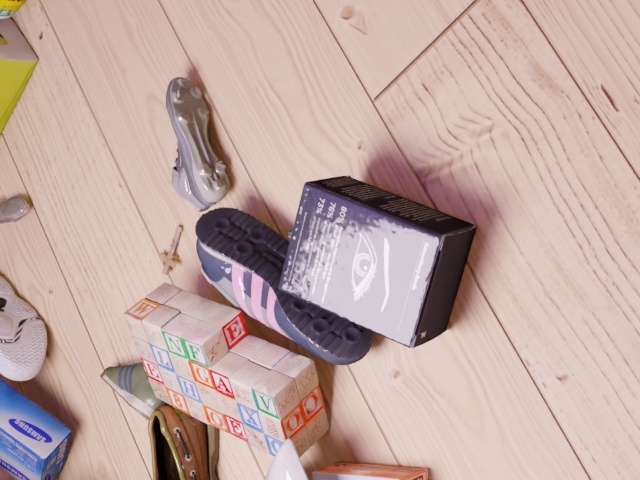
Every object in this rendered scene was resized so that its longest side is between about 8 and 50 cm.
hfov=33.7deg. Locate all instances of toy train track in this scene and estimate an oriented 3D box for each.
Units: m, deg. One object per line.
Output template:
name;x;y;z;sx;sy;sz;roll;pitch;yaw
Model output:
toy train track;-0.235;0.016;1.698;0.048;0.014;0.083;32;108;43

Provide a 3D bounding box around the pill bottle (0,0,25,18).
pill bottle;-0.533;-0.489;1.847;0.208;0.117;0.117;-33;73;38

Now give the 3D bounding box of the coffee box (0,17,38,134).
coffee box;-0.787;-0.320;1.938;0.334;0.338;0.338;54;125;24

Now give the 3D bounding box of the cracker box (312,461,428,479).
cracker box;0.077;0.420;1.420;0.156;0.067;0.232;-6;91;43

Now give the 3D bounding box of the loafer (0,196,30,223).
loafer;-0.579;-0.053;1.985;0.125;0.039;0.045;-5;58;39

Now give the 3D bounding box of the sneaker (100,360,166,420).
sneaker;-0.292;0.230;1.740;0.086;0.064;0.192;-51;31;-10

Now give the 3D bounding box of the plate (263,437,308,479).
plate;-0.035;0.444;1.446;0.277;0.045;0.278;65;156;23

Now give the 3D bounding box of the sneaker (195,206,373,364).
sneaker;-0.051;0.083;1.502;0.319;0.112;0.131;41;148;26

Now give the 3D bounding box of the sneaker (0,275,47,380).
sneaker;-0.641;0.191;1.997;0.366;0.137;0.210;42;121;36

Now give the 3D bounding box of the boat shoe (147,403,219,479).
boat shoe;-0.220;0.402;1.656;0.111;0.104;0.307;-8;89;42

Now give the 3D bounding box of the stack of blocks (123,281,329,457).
stack of blocks;-0.138;0.186;1.531;0.297;0.087;0.171;17;133;39

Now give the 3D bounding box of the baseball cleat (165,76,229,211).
baseball cleat;-0.207;-0.143;1.620;0.109;0.072;0.206;-34;68;45

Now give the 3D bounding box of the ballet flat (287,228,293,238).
ballet flat;0.000;0.000;1.472;0.114;0.041;0.041;-5;91;43

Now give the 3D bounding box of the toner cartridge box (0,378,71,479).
toner cartridge box;-0.613;0.300;1.893;0.348;0.075;0.165;34;142;7

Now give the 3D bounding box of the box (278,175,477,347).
box;0.071;0.022;1.341;0.207;0.108;0.153;24;109;25
